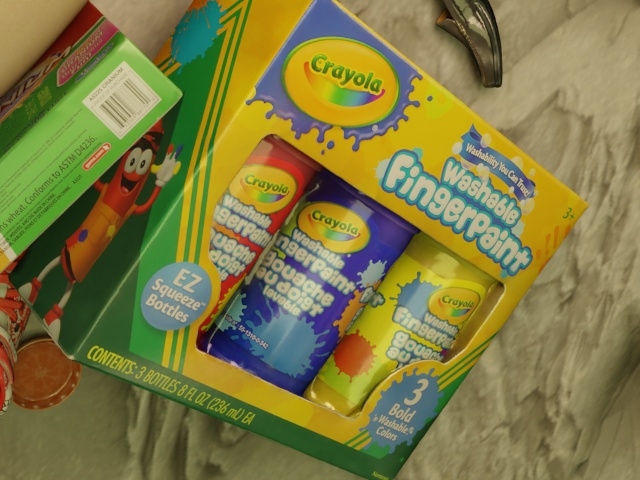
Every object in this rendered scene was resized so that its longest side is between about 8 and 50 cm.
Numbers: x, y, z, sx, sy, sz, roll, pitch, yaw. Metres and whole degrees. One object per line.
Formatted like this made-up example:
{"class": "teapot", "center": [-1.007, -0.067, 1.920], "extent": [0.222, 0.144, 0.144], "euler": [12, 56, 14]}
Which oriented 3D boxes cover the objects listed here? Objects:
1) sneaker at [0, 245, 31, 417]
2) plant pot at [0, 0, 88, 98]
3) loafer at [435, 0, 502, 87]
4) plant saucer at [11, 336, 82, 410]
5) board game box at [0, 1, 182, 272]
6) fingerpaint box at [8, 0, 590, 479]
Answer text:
{"class": "sneaker", "center": [-0.309, 0.063, 1.188], "extent": [0.090, 0.145, 0.270], "euler": [23, 99, -23]}
{"class": "plant pot", "center": [-0.290, -0.260, 1.056], "extent": [0.274, 0.256, 0.256], "euler": [-39, 115, -16]}
{"class": "loafer", "center": [0.151, -0.236, 1.294], "extent": [0.061, 0.062, 0.170], "euler": [-15, 109, 11]}
{"class": "plant saucer", "center": [-0.290, 0.138, 1.283], "extent": [0.083, 0.013, 0.083], "euler": [-12, 117, -24]}
{"class": "board game box", "center": [-0.252, -0.092, 1.064], "extent": [0.242, 0.316, 0.064], "euler": [-44, 114, -1]}
{"class": "fingerpaint box", "center": [0.000, 0.000, 1.188], "extent": [0.445, 0.163, 0.371], "euler": [31, 95, -42]}
